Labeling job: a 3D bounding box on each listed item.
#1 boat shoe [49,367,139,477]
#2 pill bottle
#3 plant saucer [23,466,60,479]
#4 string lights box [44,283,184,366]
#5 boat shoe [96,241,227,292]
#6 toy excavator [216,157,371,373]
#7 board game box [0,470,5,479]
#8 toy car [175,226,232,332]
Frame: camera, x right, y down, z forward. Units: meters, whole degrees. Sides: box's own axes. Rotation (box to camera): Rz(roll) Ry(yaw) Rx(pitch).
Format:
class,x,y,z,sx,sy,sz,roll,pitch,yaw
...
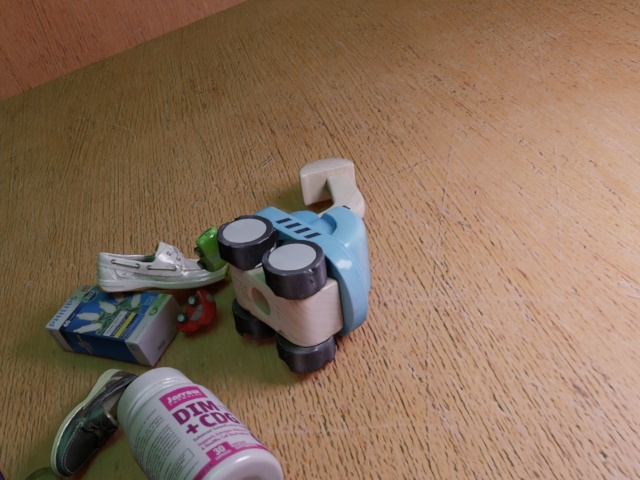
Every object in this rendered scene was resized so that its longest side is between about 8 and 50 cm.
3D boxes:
class,x,y,z,sx,sy,sz,roll,pitch,yaw
boat shoe,-0.400,0.323,1.226,0.073,0.080,0.223,-6,36,26
pill bottle,-0.200,0.326,1.066,0.160,0.160,0.283,-39,42,-21
plant saucer,-0.490,0.436,1.185,0.083,0.015,0.083,-13,38,11
string lights box,-0.427,0.173,1.416,0.260,0.076,0.133,4,44,28
boat shoe,-0.330,0.051,1.434,0.277,0.096,0.098,-4,9,-17
toy excavator,0.000,0.000,1.359,0.445,0.222,0.433,-28,37,-30
board game box,-0.721,0.511,1.180,0.347,0.056,0.208,-39,46,-21
toy car,-0.199,0.064,1.340,0.053,0.225,0.239,33,60,24
